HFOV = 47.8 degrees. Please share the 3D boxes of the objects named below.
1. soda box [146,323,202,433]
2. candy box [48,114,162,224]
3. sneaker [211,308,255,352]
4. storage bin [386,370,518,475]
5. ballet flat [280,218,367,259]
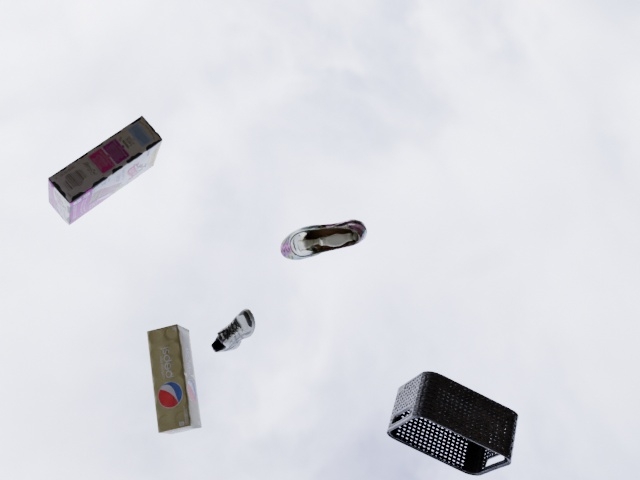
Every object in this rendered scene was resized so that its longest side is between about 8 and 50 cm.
[{"bbox_3d":[-0.257,0.243,1.268,0.061,0.058,0.181,-14,-109,8],"label":"soda box"},{"bbox_3d":[-0.447,-0.143,1.499,0.233,0.159,0.071,-42,-88,-24],"label":"candy box"},{"bbox_3d":[-0.116,0.123,0.952,0.037,0.083,0.032,-11,-124,-46],"label":"sneaker"},{"bbox_3d":[0.213,0.298,1.169,0.180,0.122,0.084,28,-125,-8],"label":"storage bin"},{"bbox_3d":[0.000,0.000,1.698,0.079,0.221,0.077,-42,-62,-73],"label":"ballet flat"}]
